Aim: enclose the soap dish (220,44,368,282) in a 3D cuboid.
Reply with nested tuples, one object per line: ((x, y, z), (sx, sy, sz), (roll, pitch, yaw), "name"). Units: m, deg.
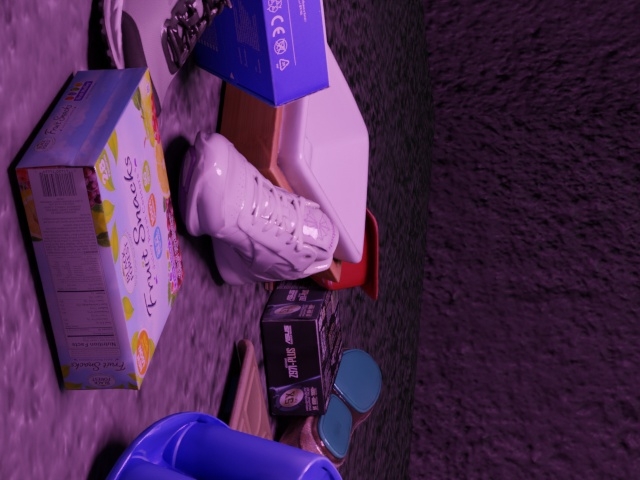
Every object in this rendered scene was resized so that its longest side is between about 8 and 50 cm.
((-0.031, -0.110, 1.780), (0.291, 0.118, 0.229), (60, 30, -57), "soap dish")

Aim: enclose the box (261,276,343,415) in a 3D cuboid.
((-0.023, 0.135, 2.001), (0.180, 0.077, 0.147), (-70, 157, -64), "box")

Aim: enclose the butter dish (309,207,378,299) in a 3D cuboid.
((0.000, 0.000, 1.958), (0.160, 0.118, 0.160), (52, -25, 39), "butter dish")

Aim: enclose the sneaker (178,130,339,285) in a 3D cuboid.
((-0.063, -0.037, 1.574), (0.305, 0.152, 0.114), (60, 33, -67), "sneaker")

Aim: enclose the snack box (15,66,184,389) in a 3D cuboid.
((-0.173, -0.011, 1.177), (0.174, 0.070, 0.207), (-75, 161, -58), "snack box")

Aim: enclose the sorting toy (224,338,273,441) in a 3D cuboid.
((-0.086, 0.303, 1.765), (0.229, 0.041, 0.307), (-86, 170, -50), "sorting toy")

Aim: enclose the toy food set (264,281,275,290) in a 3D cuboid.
((-0.071, 0.020, 1.916), (0.078, 0.019, 0.122), (-80, 173, -46), "toy food set")

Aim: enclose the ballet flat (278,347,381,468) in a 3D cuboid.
((0.002, 0.246, 2.072), (0.107, 0.106, 0.316), (53, 22, -4), "ballet flat")

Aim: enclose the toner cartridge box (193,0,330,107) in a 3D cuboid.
((-0.080, -0.324, 1.463), (0.165, 0.075, 0.348), (34, -41, 48), "toner cartridge box")

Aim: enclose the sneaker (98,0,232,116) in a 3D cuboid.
((-0.133, -0.220, 1.315), (0.100, 0.108, 0.271), (79, 15, -52), "sneaker")

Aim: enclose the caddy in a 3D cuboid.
((-0.099, 0.324, 1.288), (0.241, 0.179, 0.341), (-23, 114, -55), "caddy")
